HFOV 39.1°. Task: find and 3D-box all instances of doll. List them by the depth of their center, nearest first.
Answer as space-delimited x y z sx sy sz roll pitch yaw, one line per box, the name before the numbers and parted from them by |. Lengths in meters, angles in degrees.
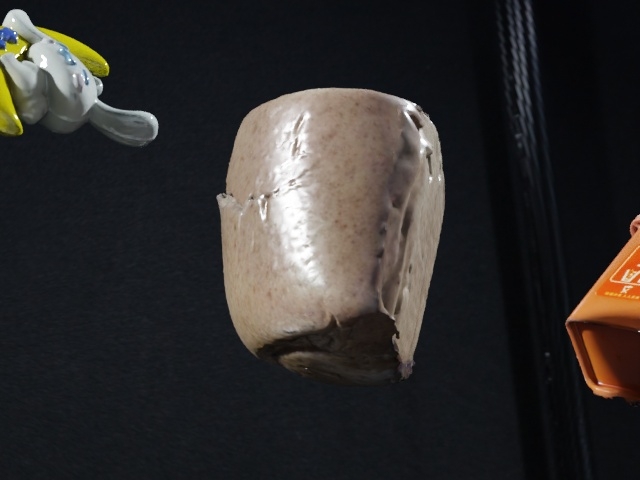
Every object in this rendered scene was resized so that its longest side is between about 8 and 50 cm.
doll | -0.370 -0.214 1.205 0.237 0.111 0.252 -10 -129 -48

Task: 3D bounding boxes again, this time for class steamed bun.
steamed bun | 0.000 0.000 0.814 0.199 0.301 0.251 8 -102 12

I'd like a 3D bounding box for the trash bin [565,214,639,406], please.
trash bin | 0.428 0.095 1.115 0.238 0.161 0.184 -39 -65 -28
